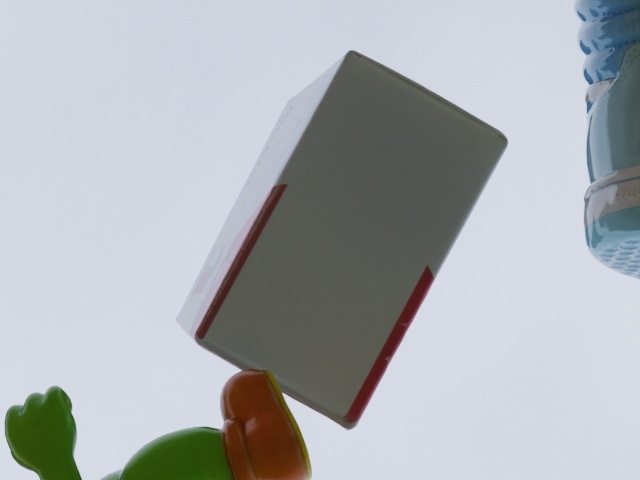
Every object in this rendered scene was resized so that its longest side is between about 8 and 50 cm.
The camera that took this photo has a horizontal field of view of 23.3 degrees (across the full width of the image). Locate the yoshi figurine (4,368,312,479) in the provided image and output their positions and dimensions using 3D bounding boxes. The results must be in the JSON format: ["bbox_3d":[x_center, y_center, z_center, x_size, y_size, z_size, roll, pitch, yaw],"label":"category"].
[{"bbox_3d":[-0.185,0.221,1.132,0.362,0.203,0.203,-24,-101,-12],"label":"yoshi figurine"}]

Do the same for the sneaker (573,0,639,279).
[{"bbox_3d":[0.245,-0.070,0.959,0.127,0.319,0.208,-7,-104,22],"label":"sneaker"}]

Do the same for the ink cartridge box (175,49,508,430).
[{"bbox_3d":[0.000,0.000,1.441,0.160,0.385,0.279,28,-94,-6],"label":"ink cartridge box"}]
